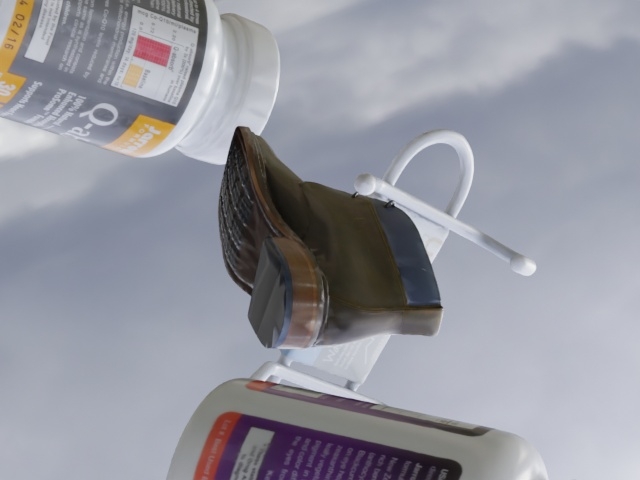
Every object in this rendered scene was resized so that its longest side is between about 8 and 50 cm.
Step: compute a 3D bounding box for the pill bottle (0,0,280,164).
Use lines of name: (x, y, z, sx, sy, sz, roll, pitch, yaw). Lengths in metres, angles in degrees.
pill bottle: (-0.183, -0.161, 1.402, 0.278, 0.162, 0.162, 17, 168, -33)

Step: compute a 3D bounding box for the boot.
boot: (0.000, 0.000, 1.059, 0.106, 0.082, 0.219, 5, -147, -18)

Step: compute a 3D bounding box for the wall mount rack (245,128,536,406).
wall mount rack: (0.043, 0.056, 1.524, 0.304, 0.350, 0.130, 24, -173, -47)

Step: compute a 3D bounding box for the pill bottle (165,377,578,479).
pill bottle: (0.037, 0.129, 0.734, 0.193, 0.108, 0.108, 10, -155, 23)
